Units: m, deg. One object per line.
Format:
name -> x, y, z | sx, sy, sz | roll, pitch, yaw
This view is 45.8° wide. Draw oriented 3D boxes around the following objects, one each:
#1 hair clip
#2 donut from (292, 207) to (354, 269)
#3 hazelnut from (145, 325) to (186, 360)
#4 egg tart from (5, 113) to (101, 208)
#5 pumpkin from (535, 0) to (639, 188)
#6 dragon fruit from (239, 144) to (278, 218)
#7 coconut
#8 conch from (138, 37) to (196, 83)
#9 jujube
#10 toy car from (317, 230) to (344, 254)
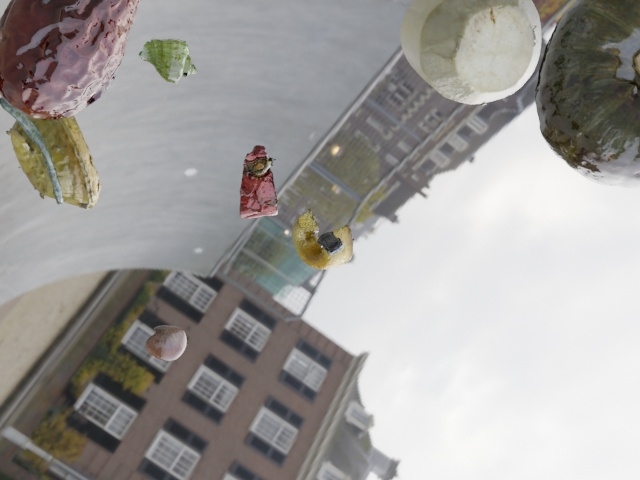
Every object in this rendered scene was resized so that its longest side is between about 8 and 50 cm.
hair clip -> -0.533, -0.170, 1.430 | 0.036, 0.229, 0.066 | -24, -149, -6
donut -> -0.002, 0.009, 1.932 | 0.078, 0.181, 0.146 | -28, 132, -43
hazelnut -> -0.328, 0.215, 1.612 | 0.086, 0.086, 0.086 | -52, -171, 11
egg tart -> -0.585, -0.183, 1.655 | 0.115, 0.290, 0.290 | -30, 177, -28
pumpkin -> 0.439, -0.207, 1.121 | 0.232, 0.325, 0.242 | -36, 168, 21
dragon fruit -> -0.145, -0.153, 1.923 | 0.122, 0.092, 0.192 | -67, 164, -58
coconut -> 0.343, -0.471, 1.752 | 0.323, 0.323, 0.323 | -52, -171, 11
conch -> -0.291, -0.355, 1.477 | 0.089, 0.121, 0.074 | -61, -146, 14
jujube -> -0.399, -0.329, 1.207 | 0.290, 0.197, 0.197 | -57, -172, 1
toy car -> 0.021, 0.006, 1.646 | 0.041, 0.025, 0.093 | -33, -157, -6
